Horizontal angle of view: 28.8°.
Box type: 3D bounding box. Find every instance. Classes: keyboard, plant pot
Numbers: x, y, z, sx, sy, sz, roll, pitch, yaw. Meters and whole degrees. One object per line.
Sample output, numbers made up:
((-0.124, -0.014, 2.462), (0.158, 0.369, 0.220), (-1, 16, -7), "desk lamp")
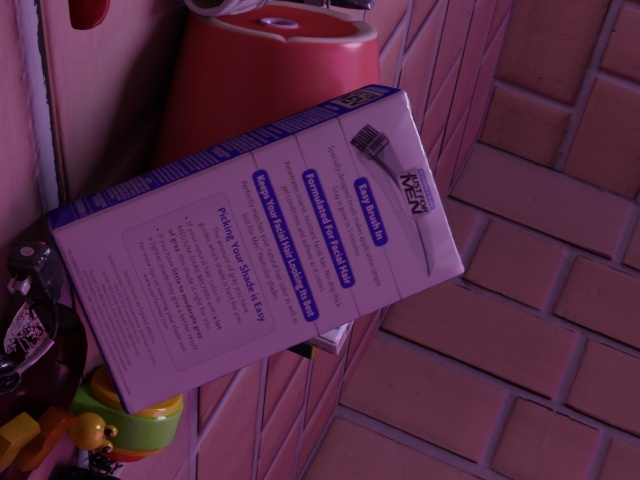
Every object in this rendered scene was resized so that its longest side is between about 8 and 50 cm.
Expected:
((-0.289, 0.291, 1.515), (0.100, 0.038, 0.192), (-42, 166, -6), "keyboard")
((-0.052, -0.115, 1.306), (0.275, 0.275, 0.243), (-44, 144, -64), "plant pot")

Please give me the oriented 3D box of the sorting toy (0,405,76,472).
((-0.327, 0.276, 1.065), (0.307, 0.041, 0.229), (-53, 168, 1), "sorting toy")

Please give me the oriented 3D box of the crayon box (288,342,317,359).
((0.002, 0.043, 2.235), (0.318, 0.081, 0.202), (98, 18, -52), "crayon box")

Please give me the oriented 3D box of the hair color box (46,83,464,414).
((-0.059, 0.001, 1.148), (0.110, 0.339, 0.185), (-139, -151, -72), "hair color box")

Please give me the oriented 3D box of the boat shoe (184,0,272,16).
((-0.054, -0.364, 1.124), (0.156, 0.136, 0.367), (-44, 164, -56), "boat shoe")

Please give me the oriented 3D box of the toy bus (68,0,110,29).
((-0.197, -0.225, 0.738), (0.104, 0.191, 0.202), (-9, 133, -24), "toy bus")

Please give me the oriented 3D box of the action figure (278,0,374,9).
((0.016, -0.392, 1.444), (0.185, 0.099, 0.285), (-45, 153, -41), "action figure")

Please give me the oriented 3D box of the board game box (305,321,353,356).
((0.000, 0.000, 1.859), (0.053, 0.193, 0.305), (87, 28, -64), "board game box")

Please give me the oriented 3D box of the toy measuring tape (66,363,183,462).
((-0.198, 0.180, 1.488), (0.330, 0.121, 0.121), (-38, 148, -68), "toy measuring tape")

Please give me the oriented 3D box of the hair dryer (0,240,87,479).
((-0.299, 0.136, 1.107), (0.223, 0.080, 0.293), (-46, 155, -23), "hair dryer")
